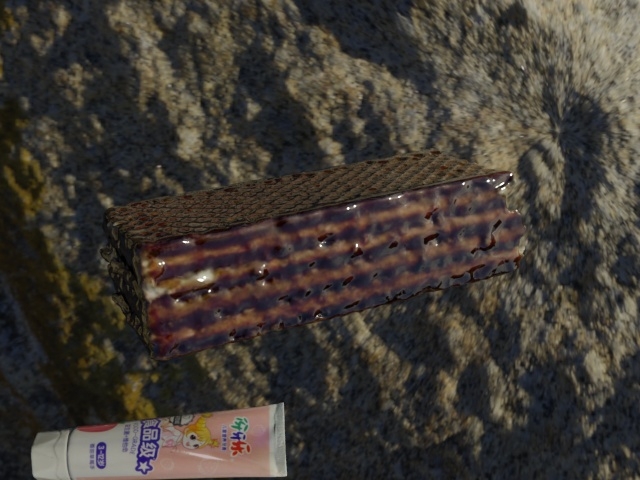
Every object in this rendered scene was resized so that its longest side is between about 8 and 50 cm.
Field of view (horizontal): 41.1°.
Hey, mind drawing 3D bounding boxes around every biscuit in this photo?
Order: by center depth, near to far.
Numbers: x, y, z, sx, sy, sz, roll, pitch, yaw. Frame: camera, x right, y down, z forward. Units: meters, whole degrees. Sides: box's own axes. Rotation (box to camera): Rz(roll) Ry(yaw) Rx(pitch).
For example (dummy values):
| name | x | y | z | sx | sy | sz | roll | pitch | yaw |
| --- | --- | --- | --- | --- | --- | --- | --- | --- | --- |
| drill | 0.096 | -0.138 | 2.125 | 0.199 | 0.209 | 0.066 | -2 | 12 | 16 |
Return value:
| name | x | y | z | sx | sy | sz | roll | pitch | yaw |
| --- | --- | --- | --- | --- | --- | --- | --- | --- | --- |
| biscuit | 0.000 | 0.000 | 0.521 | 0.252 | 0.106 | 0.070 | -11 | 108 | -20 |

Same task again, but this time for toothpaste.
| name | x | y | z | sx | sy | sz | roll | pitch | yaw |
| --- | --- | --- | --- | --- | --- | --- | --- | --- | --- |
| toothpaste | -0.125 | 0.164 | 0.670 | 0.195 | 0.067 | 0.042 | -5 | 134 | 0 |
